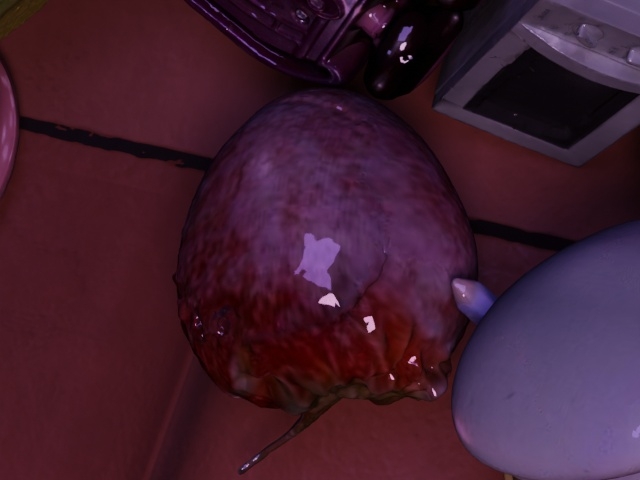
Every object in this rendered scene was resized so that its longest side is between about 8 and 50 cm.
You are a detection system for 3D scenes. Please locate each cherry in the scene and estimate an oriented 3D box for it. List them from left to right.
[{"bbox_3d":[0.000,0.000,1.095,0.192,0.175,0.249,-25,47,30],"label":"cherry"}]

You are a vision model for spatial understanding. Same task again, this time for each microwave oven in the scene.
[{"bbox_3d":[0.173,-0.155,1.084,0.122,0.208,0.162,21,71,-9],"label":"microwave oven"}]

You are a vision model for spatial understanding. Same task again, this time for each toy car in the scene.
[{"bbox_3d":[0.031,-0.270,1.109,0.271,0.340,0.240,40,61,-2],"label":"toy car"}]

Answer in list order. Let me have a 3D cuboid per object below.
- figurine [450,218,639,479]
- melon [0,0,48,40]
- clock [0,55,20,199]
[{"bbox_3d":[0.199,0.176,0.937,0.225,0.205,0.381,-12,86,23],"label":"figurine"},{"bbox_3d":[-0.229,-0.210,1.209,0.196,0.124,0.323,19,53,26],"label":"melon"},{"bbox_3d":[-0.336,-0.071,1.251,0.244,0.056,0.244,-3,67,7],"label":"clock"}]
